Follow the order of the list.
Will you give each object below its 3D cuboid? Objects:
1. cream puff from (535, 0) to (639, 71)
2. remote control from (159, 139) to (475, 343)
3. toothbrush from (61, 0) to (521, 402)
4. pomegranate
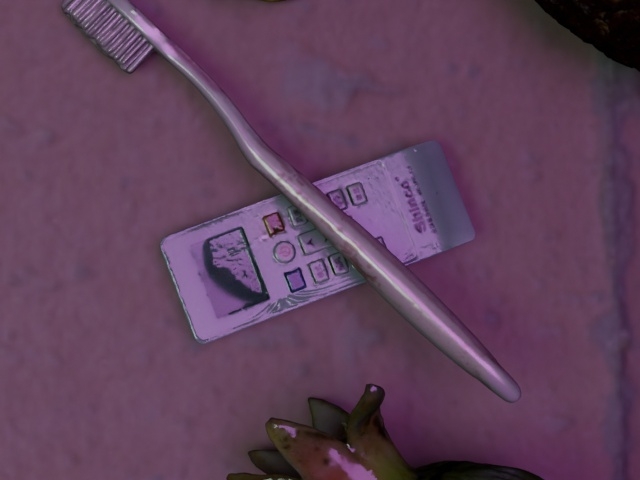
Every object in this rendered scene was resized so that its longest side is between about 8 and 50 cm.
[{"bbox_3d":[0.207,-0.205,0.635,0.239,0.165,0.239,0,91,-15],"label":"cream puff"},{"bbox_3d":[0.000,0.000,0.642,0.162,0.029,0.061,-20,85,-11],"label":"remote control"},{"bbox_3d":[-0.015,-0.023,0.615,0.307,0.025,0.029,44,86,2],"label":"toothbrush"},{"bbox_3d":[0.052,0.149,0.601,0.131,0.152,0.191,-44,79,-6],"label":"pomegranate"}]
